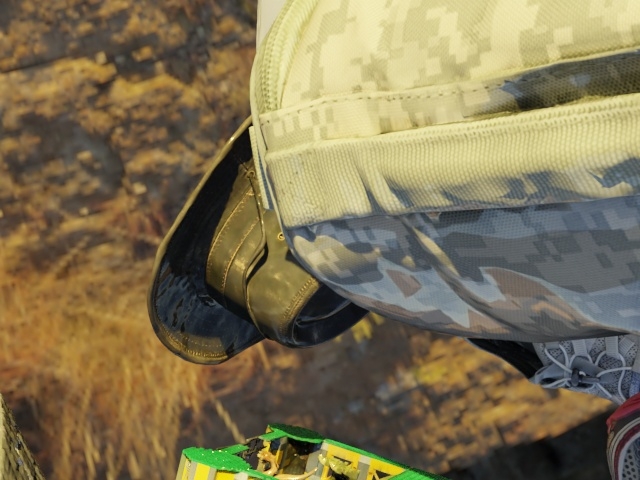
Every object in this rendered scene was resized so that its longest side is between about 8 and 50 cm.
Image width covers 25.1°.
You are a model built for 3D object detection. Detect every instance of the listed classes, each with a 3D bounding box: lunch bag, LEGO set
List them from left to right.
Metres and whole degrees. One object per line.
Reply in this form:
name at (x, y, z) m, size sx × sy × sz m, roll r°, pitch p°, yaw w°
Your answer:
LEGO set at (-0.015, 0.304, 1.351) m, size 0.331 × 0.254 × 0.192 m, roll -4°, pitch 108°, yaw -79°
lunch bag at (0.154, -0.059, 0.435) m, size 0.256 × 0.305 × 0.213 m, roll -25°, pitch 104°, yaw -37°

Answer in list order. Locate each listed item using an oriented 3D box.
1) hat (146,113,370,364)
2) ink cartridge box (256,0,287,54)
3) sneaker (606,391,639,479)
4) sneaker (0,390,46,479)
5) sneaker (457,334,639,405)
hat at (0.000, 0.000, 1.334) m, size 0.331 × 0.134 × 0.331 m, roll -37°, pitch 145°, yaw -32°
ink cartridge box at (0.156, -0.182, 1.038) m, size 0.272 × 0.309 × 0.130 m, roll -42°, pitch 149°, yaw -36°
sneaker at (0.231, 0.203, 0.687) m, size 0.121 × 0.299 × 0.112 m, roll -35°, pitch 170°, yaw 35°
sneaker at (-0.235, 0.147, 0.849) m, size 0.121 × 0.300 × 0.111 m, roll -30°, pitch 107°, yaw -21°
sneaker at (0.256, 0.122, 1.398) m, size 0.115 × 0.281 × 0.105 m, roll -31°, pitch 129°, yaw -39°
